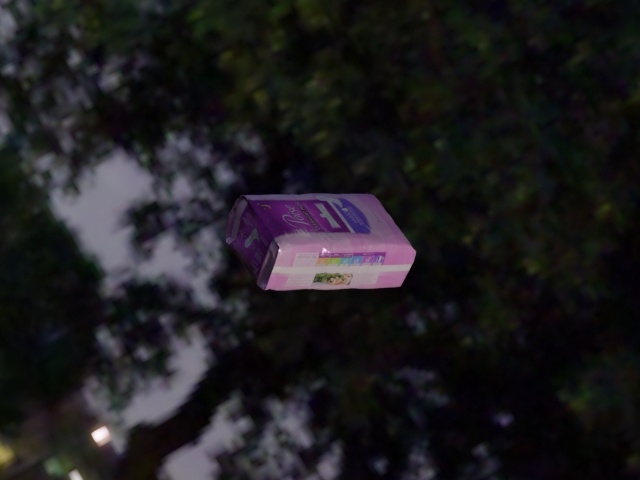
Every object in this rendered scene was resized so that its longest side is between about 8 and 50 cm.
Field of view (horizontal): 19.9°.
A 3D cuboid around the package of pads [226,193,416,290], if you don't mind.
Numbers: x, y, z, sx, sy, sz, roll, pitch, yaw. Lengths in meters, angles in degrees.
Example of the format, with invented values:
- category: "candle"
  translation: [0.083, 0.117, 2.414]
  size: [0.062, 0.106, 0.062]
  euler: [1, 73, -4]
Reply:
- category: "package of pads"
  translation: [0.000, 0.000, 0.902]
  size: [0.050, 0.083, 0.032]
  euler: [51, -48, 45]
